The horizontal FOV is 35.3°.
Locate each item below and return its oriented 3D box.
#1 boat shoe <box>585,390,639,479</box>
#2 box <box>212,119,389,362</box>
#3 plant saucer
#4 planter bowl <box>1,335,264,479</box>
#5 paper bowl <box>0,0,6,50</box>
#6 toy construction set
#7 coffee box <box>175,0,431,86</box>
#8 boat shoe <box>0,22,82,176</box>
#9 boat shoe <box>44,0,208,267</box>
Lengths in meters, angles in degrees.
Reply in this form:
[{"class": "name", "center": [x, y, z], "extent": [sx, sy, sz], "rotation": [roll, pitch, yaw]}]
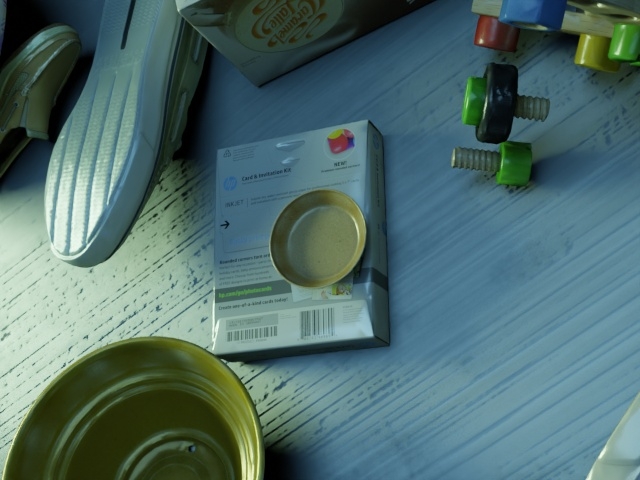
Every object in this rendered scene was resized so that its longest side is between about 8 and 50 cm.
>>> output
[{"class": "boat shoe", "center": [0.217, 0.226, 0.613], "extent": [0.158, 0.127, 0.340], "rotation": [28, 94, 24]}, {"class": "box", "center": [-0.018, 0.002, 0.839], "extent": [0.145, 0.038, 0.186], "rotation": [-9, 70, 22]}, {"class": "plant saucer", "center": [0.000, 0.000, 0.800], "extent": [0.084, 0.015, 0.083], "rotation": [-8, 70, 22]}, {"class": "planter bowl", "center": [-0.132, 0.192, 0.790], "extent": [0.217, 0.090, 0.217], "rotation": [-8, 62, 14]}, {"class": "paper bowl", "center": [-0.442, -0.197, 0.999], "extent": [0.284, 0.148, 0.284], "rotation": [-16, 68, 45]}, {"class": "toy construction set", "center": [0.238, -0.214, 0.711], "extent": [0.237, 0.257, 0.308], "rotation": [7, 72, 3]}, {"class": "coffee box", "center": [0.009, -0.248, 0.854], "extent": [0.247, 0.141, 0.098], "rotation": [-23, 64, 16]}, {"class": "boat shoe", "center": [-0.293, -0.128, 1.007], "extent": [0.072, 0.068, 0.190], "rotation": [47, 107, 17]}, {"class": "boat shoe", "center": [-0.160, -0.114, 0.913], "extent": [0.109, 0.094, 0.302], "rotation": [4, 74, 37]}]
